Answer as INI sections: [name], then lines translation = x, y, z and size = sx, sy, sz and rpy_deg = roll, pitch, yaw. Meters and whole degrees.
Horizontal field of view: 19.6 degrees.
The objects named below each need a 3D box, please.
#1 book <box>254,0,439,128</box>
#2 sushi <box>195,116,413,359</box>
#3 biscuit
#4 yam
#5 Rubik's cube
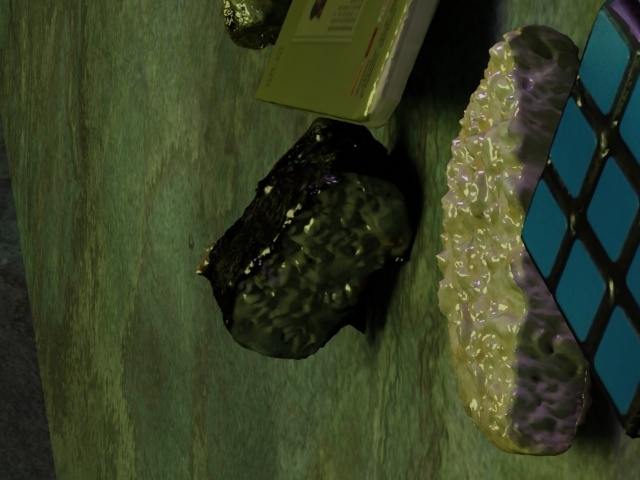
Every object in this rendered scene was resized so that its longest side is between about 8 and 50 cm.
[book]
translation = 0.039, -0.213, 1.525
size = 0.239, 0.035, 0.352
rpy_deg = -69, 16, 1
[sushi]
translation = 0.000, 0.000, 1.601
size = 0.212, 0.147, 0.115
rpy_deg = -57, 26, 28
[biscuit]
translation = 0.134, 0.004, 1.266
size = 0.179, 0.084, 0.281
rpy_deg = 163, 109, -75
[yam]
translation = -0.067, -0.287, 1.890
size = 0.078, 0.078, 0.179
rpy_deg = 135, 134, -64
[Rubik's cube]
translation = 0.211, -0.013, 0.907
size = 0.162, 0.163, 0.160
rpy_deg = -109, 27, -49
